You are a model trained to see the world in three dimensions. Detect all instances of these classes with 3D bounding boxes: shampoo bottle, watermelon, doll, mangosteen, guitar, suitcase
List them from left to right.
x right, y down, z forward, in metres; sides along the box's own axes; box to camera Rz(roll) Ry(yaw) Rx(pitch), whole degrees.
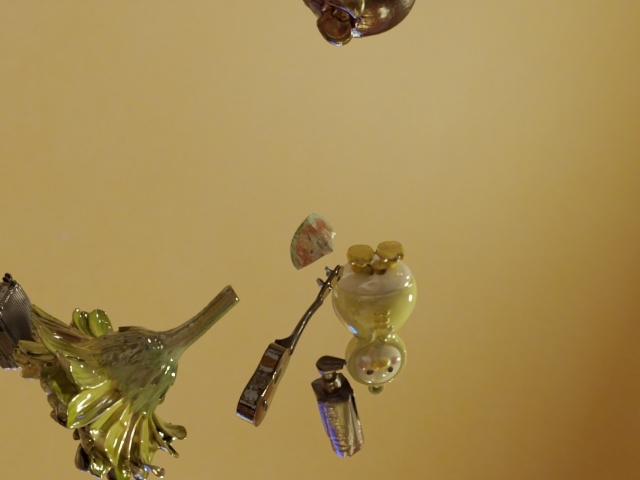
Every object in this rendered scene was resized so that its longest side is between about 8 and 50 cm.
[{"bbox_3d":[-0.441,0.117,1.778,0.059,0.126,0.086,-7,-143,25],"label":"suitcase"},{"bbox_3d":[-0.043,0.143,1.829,0.271,0.038,0.084,-60,169,-17],"label":"guitar"},{"bbox_3d":[0.000,0.000,1.711,0.061,0.085,0.085,34,-69,31],"label":"watermelon"},{"bbox_3d":[0.030,0.274,2.101,0.236,0.068,0.067,74,0,-47],"label":"shampoo bottle"},{"bbox_3d":[0.039,-0.299,1.477,0.152,0.152,0.152,-47,-145,49],"label":"mangosteen"},{"bbox_3d":[0.092,0.134,2.062,0.117,0.141,0.296,-122,-156,-62],"label":"doll"}]

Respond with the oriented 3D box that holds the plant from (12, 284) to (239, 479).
[{"bbox_3d":[-0.246,0.201,1.700,0.306,0.297,0.261,-107,-168,-88],"label":"plant"}]
